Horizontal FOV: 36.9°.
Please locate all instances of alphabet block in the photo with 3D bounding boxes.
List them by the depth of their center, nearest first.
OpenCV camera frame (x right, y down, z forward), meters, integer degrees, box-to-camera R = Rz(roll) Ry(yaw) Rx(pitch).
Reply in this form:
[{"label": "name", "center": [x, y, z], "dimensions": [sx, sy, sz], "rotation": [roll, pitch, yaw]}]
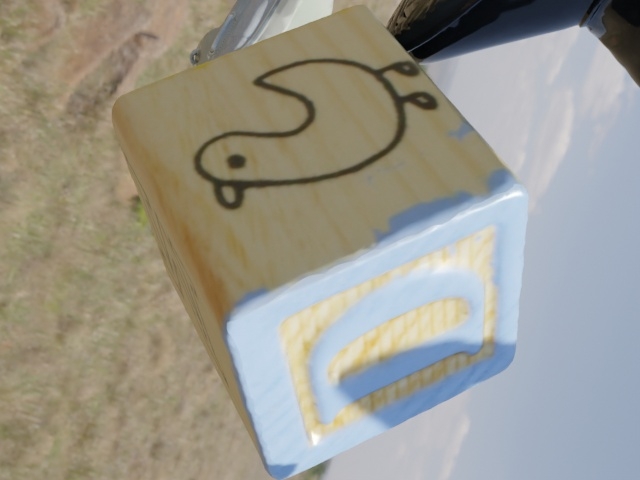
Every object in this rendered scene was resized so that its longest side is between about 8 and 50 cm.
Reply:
[{"label": "alphabet block", "center": [0.000, 0.000, 0.624], "dimensions": [0.197, 0.192, 0.193], "rotation": [56, -18, 37]}]

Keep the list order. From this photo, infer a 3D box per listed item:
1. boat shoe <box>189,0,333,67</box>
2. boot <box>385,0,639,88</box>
[{"label": "boat shoe", "center": [-0.069, -0.159, 0.858], "dimensions": [0.227, 0.081, 0.079], "rotation": [-61, 150, -23]}, {"label": "boot", "center": [0.184, -0.134, 0.635], "dimensions": [0.246, 0.207, 0.094], "rotation": [-29, -153, 47]}]
